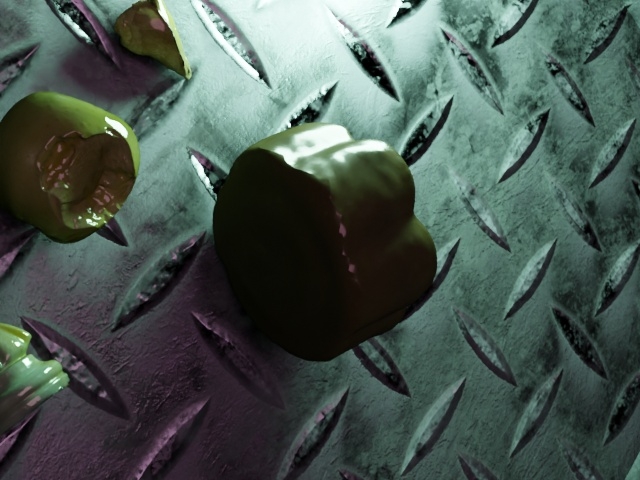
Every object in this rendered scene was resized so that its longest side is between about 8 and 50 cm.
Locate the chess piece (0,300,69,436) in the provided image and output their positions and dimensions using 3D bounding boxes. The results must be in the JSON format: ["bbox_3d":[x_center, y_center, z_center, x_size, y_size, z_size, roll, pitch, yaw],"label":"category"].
[{"bbox_3d":[-0.603,0.191,1.807,0.176,0.176,0.298,-41,95,-30],"label":"chess piece"}]

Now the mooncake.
[{"bbox_3d":[0.000,0.000,2.045,0.262,0.467,0.467,-27,100,-38],"label":"mooncake"}]

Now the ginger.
[{"bbox_3d":[-0.338,-0.401,2.069,0.123,0.115,0.193,-31,111,-10],"label":"ginger"}]

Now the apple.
[{"bbox_3d":[-0.474,-0.139,1.852,0.279,0.279,0.279,4,83,-33],"label":"apple"}]
